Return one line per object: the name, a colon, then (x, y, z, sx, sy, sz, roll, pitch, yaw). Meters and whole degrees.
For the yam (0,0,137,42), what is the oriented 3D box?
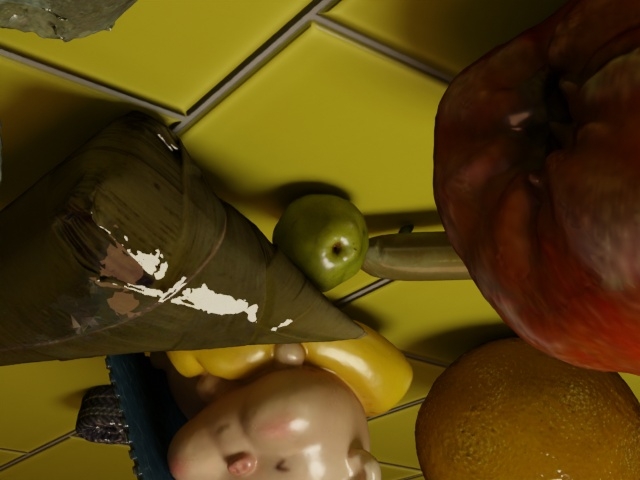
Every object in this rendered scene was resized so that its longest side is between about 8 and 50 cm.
yam: (-0.103, -0.192, 0.444, 0.154, 0.154, 0.254, 14, 149, -27)

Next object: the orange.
orange: (0.251, 0.243, 1.223, 0.274, 0.274, 0.274, 0, 155, 0)

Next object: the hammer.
hammer: (0.180, 0.013, 0.928, 0.305, 0.113, 0.202, -2, 152, 17)

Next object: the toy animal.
toy animal: (-0.087, 0.210, 1.168, 0.345, 0.247, 0.277, -17, 144, 42)

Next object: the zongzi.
zongzi: (-0.154, 0.065, 0.876, 0.273, 0.145, 0.300, -32, 125, 30)

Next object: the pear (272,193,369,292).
pear: (0.000, 0.000, 0.921, 0.092, 0.092, 0.097, 16, -168, -30)

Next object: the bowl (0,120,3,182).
bowl: (-0.351, -0.041, 0.575, 0.307, 0.163, 0.307, -2, 116, -4)

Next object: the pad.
pad: (-0.176, 0.242, 1.220, 0.012, 0.270, 0.269, -29, 144, 5)

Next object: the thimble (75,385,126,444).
thimble: (-0.308, 0.254, 1.485, 0.095, 0.066, 0.104, -4, 152, 6)

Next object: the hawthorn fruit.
hawthorn fruit: (0.211, -0.033, 0.628, 0.284, 0.284, 0.284, 0, 155, 0)
